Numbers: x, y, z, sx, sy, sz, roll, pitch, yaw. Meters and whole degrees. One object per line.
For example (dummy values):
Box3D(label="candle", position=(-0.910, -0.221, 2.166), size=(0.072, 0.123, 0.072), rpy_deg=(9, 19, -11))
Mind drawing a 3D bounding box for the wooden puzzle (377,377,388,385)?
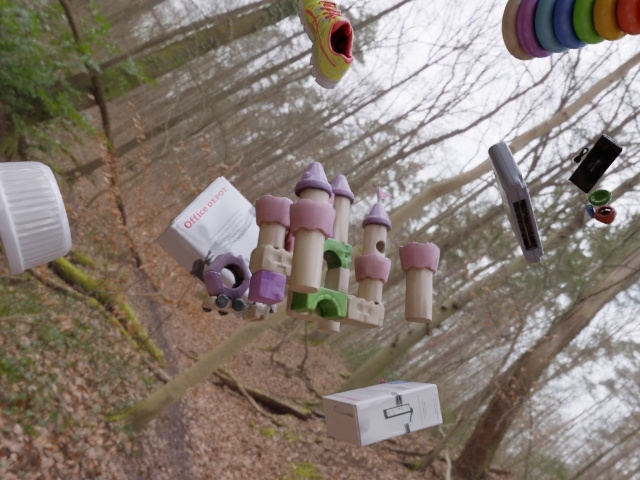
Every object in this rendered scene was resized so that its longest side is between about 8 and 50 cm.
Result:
Box3D(label="wooden puzzle", position=(0.157, 0.366, 1.213), size=(0.006, 0.049, 0.083), rpy_deg=(-2, -39, 47))

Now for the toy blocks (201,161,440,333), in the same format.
Box3D(label="toy blocks", position=(0.000, 0.000, 0.869), size=(0.288, 0.260, 0.309), rpy_deg=(18, -24, -33))

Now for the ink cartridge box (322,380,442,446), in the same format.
Box3D(label="ink cartridge box", position=(0.126, 0.357, 1.077), size=(0.148, 0.203, 0.086), rpy_deg=(-22, -105, 62))

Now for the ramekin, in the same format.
Box3D(label="ramekin", position=(-0.540, -0.048, 0.945), size=(0.207, 0.109, 0.207), rpy_deg=(29, -53, 47))

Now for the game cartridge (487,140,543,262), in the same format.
Box3D(label="game cartridge", position=(0.500, -0.101, 1.315), size=(0.196, 0.060, 0.294), rpy_deg=(-86, 152, -45))

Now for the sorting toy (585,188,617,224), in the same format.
Box3D(label="sorting toy", position=(0.672, -0.073, 1.226), size=(0.042, 0.061, 0.102), rpy_deg=(49, 38, -35))

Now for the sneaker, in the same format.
Box3D(label="sneaker", position=(0.022, -0.392, 0.940), size=(0.094, 0.081, 0.208), rpy_deg=(-22, -102, 57))

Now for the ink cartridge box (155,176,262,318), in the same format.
Box3D(label="ink cartridge box", position=(-0.243, 0.019, 1.374), size=(0.307, 0.223, 0.129), rpy_deg=(46, -40, -12))

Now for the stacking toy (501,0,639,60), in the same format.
Box3D(label="stacking toy", position=(0.484, -0.388, 0.880), size=(0.330, 0.141, 0.141), rpy_deg=(26, -30, 55))

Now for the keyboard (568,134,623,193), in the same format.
Box3D(label="keyboard", position=(0.860, -0.248, 1.623), size=(0.108, 0.023, 0.180), rpy_deg=(52, -42, 30))
